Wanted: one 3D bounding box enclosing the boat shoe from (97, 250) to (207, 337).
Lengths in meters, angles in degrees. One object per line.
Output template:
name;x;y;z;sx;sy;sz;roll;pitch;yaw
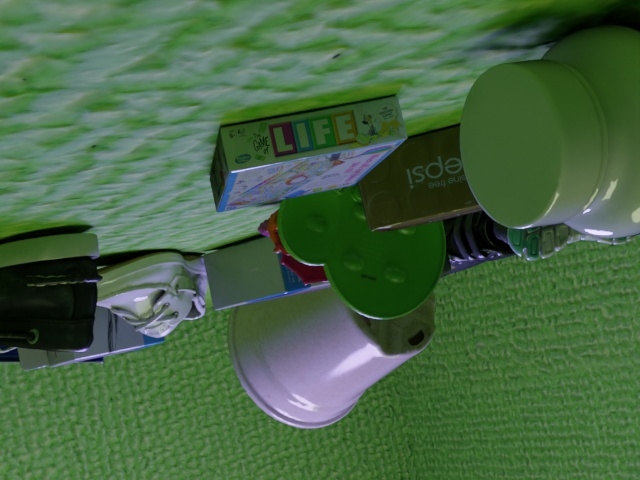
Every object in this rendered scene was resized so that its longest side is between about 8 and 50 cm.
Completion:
boat shoe;-0.197;0.069;1.126;0.098;0.096;0.277;-13;175;16

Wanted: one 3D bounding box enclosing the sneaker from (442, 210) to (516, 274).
sneaker;0.188;0.006;1.428;0.296;0.104;0.147;-18;174;-6

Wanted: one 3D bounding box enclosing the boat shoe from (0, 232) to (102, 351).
boat shoe;-0.327;0.082;0.827;0.340;0.113;0.127;-14;176;22

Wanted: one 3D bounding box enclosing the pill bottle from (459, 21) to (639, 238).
pill bottle;0.174;-0.060;0.484;0.194;0.108;0.108;-11;175;-25

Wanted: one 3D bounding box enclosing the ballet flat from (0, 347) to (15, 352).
ballet flat;-0.374;0.088;1.014;0.231;0.077;0.077;-8;174;-42

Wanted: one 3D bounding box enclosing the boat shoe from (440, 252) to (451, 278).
boat shoe;0.068;0.016;1.053;0.121;0.119;0.335;-12;175;-4

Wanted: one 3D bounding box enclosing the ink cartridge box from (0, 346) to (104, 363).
ink cartridge box;-0.396;0.137;1.349;0.166;0.065;0.333;3;177;-15

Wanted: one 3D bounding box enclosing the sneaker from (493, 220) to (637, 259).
sneaker;0.245;-0.025;0.923;0.167;0.064;0.076;-8;-169;-18

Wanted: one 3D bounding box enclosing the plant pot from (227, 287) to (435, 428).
plant pot;0.041;0.158;1.776;0.334;0.333;0.305;-9;163;-40

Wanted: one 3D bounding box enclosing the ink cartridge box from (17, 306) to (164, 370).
ink cartridge box;-0.292;0.097;1.176;0.060;0.104;0.180;-17;174;40

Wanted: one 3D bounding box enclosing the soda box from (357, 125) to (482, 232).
soda box;0.120;-0.054;0.690;0.181;0.061;0.058;-13;176;14

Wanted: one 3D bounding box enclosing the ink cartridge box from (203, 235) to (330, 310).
ink cartridge box;-0.025;0.031;1.247;0.134;0.078;0.231;-16;175;39

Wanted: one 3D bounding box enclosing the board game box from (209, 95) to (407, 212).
board game box;-0.015;-0.051;0.592;0.104;0.026;0.154;-11;175;-11

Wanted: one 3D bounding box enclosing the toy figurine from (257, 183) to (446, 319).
toy figurine;0.000;0.000;0.866;0.173;0.130;0.159;16;171;-29
